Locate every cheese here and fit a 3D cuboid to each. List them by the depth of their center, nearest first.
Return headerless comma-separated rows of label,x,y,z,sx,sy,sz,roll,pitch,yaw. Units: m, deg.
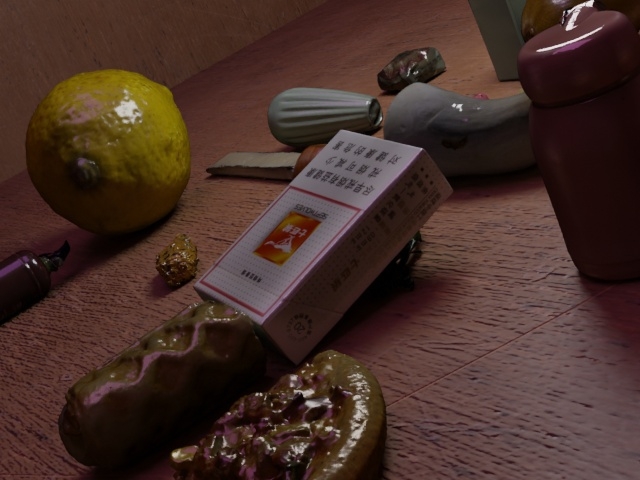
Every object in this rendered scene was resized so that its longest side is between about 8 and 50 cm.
cheese,-0.122,-0.160,2.392,0.085,0.034,0.400,-29,19,-27

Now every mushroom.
mushroom,0.273,-0.186,1.786,0.397,0.177,0.126,2,-12,45

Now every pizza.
pizza,-0.004,0.208,1.210,0.268,0.087,0.257,-34,24,-32

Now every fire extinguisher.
fire extinguisher,-0.625,0.094,2.216,0.344,0.102,0.138,-35,20,-27

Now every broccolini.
broccolini,0.088,0.004,1.656,0.123,0.062,0.271,-4,30,13

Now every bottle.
bottle,0.339,-0.125,1.335,0.173,0.297,0.206,-12,23,35

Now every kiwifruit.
kiwifruit,0.483,-0.418,2.100,0.234,0.196,0.196,-28,19,-19

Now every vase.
vase,0.012,-0.261,2.366,0.248,0.128,0.128,0,30,34

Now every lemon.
lemon,-0.440,-0.182,2.340,0.349,0.350,0.387,-20,9,14

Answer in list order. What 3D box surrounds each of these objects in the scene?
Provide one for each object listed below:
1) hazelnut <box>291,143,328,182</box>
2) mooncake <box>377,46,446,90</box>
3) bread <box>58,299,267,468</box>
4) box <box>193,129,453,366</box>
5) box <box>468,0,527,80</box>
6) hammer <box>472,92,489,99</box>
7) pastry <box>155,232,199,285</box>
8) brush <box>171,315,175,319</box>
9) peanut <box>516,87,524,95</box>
hazelnut,0.022,-0.089,1.877,0.150,0.150,0.150,-22,19,8
mooncake,0.196,-0.384,2.535,0.125,0.073,0.130,-37,21,-28
bread,-0.208,0.186,1.432,0.267,0.130,0.152,-33,-19,-22
box,-0.001,-0.001,1.572,0.330,0.095,0.210,-46,31,-15
box,0.422,-0.467,2.247,0.225,0.225,0.117,-33,21,-26
hammer,0.285,-0.244,2.105,0.043,0.043,0.083,-1,29,49
pastry,-0.253,0.033,2.000,0.080,0.056,0.140,-38,22,-4
brush,-0.238,0.167,1.663,0.030,0.033,0.178,-9,24,23
peanut,0.367,-0.221,1.891,0.082,0.082,0.187,-20,19,12
